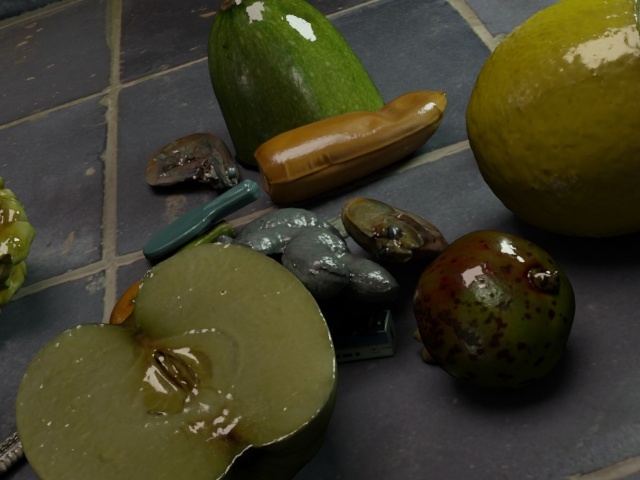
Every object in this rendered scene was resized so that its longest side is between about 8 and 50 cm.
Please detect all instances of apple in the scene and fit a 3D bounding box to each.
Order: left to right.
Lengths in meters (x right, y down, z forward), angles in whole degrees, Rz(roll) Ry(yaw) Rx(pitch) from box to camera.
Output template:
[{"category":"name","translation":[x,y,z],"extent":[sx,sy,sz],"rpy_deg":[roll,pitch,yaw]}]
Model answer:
[{"category":"apple","translation":[-0.163,0.183,1.313],"extent":[0.311,0.320,0.360],"rpy_deg":[6,24,-42]}]

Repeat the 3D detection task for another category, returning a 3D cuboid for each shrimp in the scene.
[{"category":"shrimp","translation":[-0.238,-0.133,2.059],"extent":[0.164,0.062,0.317],"rpy_deg":[-31,29,-11]},{"category":"shrimp","translation":[0.117,-0.008,1.566],"extent":[0.168,0.077,0.317],"rpy_deg":[14,11,-9]}]

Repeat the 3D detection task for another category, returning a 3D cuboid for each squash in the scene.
[{"category":"squash","translation":[-0.060,-0.328,2.024],"extent":[0.310,0.309,0.310],"rpy_deg":[-14,30,8]}]

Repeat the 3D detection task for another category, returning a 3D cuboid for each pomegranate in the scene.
[{"category":"pomegranate","translation":[0.201,0.081,1.368],"extent":[0.198,0.198,0.246],"rpy_deg":[-27,13,-13]}]

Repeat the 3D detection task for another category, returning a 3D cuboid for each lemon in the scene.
[{"category":"lemon","translation":[0.361,-0.163,1.530],"extent":[0.364,0.364,0.364],"rpy_deg":[-14,32,9]}]

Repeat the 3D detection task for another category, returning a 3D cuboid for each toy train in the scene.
[{"category":"toy train","translation":[-0.015,0.139,1.513],"extent":[0.234,0.051,0.052],"rpy_deg":[-9,32,16]}]

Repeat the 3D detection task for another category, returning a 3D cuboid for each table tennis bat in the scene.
[{"category":"table tennis bat","translation":[-0.200,-0.036,1.846],"extent":[0.237,0.038,0.149],"rpy_deg":[-29,15,24]}]

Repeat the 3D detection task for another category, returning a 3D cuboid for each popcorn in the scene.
[{"category":"popcorn","translation":[-0.619,0.009,1.828],"extent":[0.279,0.274,0.335],"rpy_deg":[19,0,-13]}]

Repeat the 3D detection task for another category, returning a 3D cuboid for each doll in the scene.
[{"category":"doll","translation":[-0.023,0.053,1.540],"extent":[0.246,0.158,0.340],"rpy_deg":[12,11,-26]}]

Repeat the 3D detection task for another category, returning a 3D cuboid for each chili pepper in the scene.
[{"category":"chili pepper","translation":[-0.213,0.034,1.797],"extent":[0.202,0.050,0.052],"rpy_deg":[-48,7,-36]}]

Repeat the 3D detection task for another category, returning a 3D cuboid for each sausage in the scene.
[{"category":"sausage","translation":[0.064,-0.167,1.894],"extent":[0.354,0.116,0.134],"rpy_deg":[-21,17,-8]}]

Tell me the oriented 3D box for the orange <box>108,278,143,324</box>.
[{"category":"orange","translation":[-0.221,0.125,1.568],"extent":[0.159,0.136,0.159],"rpy_deg":[-28,33,21]}]

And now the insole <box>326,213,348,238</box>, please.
[{"category":"insole","translation":[0.000,0.000,1.767],"extent":[0.193,0.006,0.065],"rpy_deg":[-36,35,-24]}]

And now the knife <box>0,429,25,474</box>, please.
[{"category":"knife","translation":[-0.455,0.302,1.508],"extent":[0.089,0.043,0.365],"rpy_deg":[16,45,42]}]
